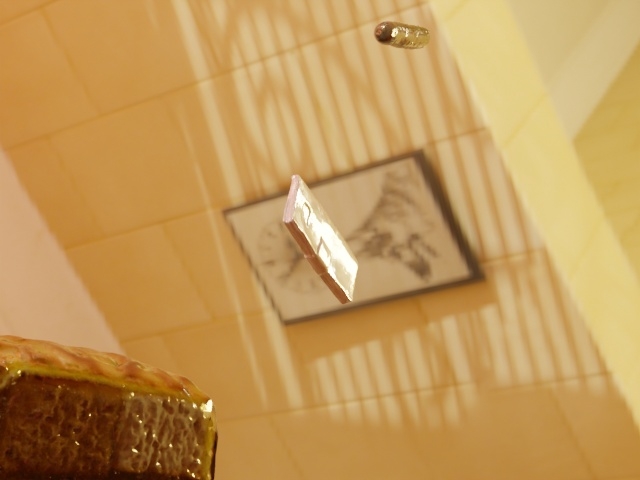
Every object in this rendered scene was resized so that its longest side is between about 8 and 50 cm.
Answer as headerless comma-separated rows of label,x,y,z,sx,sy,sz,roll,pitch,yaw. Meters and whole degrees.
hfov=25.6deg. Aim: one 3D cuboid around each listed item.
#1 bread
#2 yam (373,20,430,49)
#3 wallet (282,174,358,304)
bread,-0.181,0.166,0.995,0.222,0.096,0.181,18,-95,-42
yam,0.064,-0.161,1.104,0.116,0.021,0.021,-20,-85,-71
wallet,0.000,0.000,0.881,0.083,0.011,0.044,55,-151,-37
